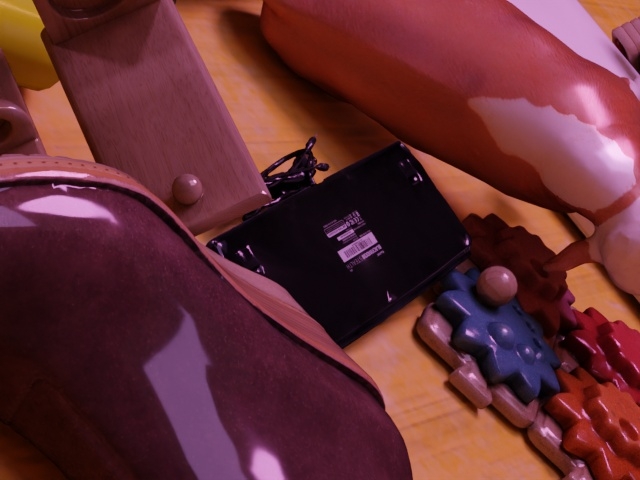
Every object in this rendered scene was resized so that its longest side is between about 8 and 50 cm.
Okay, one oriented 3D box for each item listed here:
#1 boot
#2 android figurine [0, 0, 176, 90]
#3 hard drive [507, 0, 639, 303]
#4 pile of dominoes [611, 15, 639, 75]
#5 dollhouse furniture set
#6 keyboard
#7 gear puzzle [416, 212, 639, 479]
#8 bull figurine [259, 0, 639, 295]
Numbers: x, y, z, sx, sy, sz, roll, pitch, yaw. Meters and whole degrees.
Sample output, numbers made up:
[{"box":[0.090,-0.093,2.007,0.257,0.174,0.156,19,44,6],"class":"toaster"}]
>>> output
[{"box":[-0.043,0.080,0.563,0.248,0.090,0.207,18,35,-49],"class":"boot"},{"box":[-0.172,-0.190,0.740,0.273,0.056,0.248,19,58,-47],"class":"android figurine"},{"box":[0.218,-0.054,1.177,0.353,0.047,0.233,54,27,15],"class":"hard drive"},{"box":[0.305,-0.062,1.269,0.251,0.040,0.196,61,-3,28],"class":"pile of dominoes"},{"box":[-0.119,-0.068,0.607,0.151,0.144,0.123,72,-8,-59],"class":"dollhouse furniture set"},{"box":[0.000,0.000,0.810,0.100,0.038,0.192,57,35,3],"class":"keyboard"},{"box":[0.198,0.118,0.906,0.339,0.044,0.175,43,26,-5],"class":"gear puzzle"},{"box":[0.107,-0.079,0.947,0.310,0.101,0.188,36,19,10],"class":"bull figurine"}]
